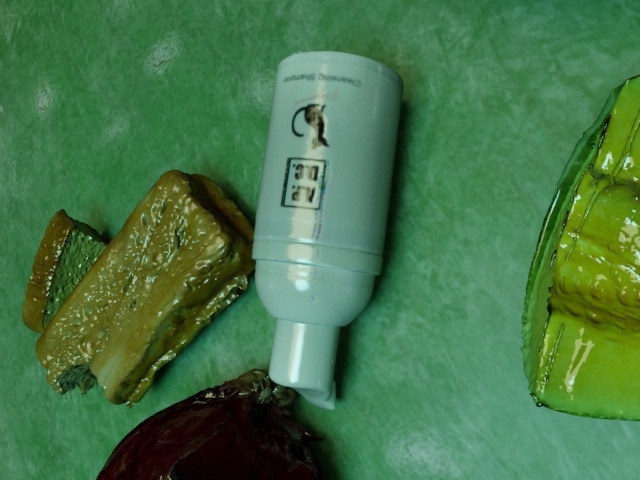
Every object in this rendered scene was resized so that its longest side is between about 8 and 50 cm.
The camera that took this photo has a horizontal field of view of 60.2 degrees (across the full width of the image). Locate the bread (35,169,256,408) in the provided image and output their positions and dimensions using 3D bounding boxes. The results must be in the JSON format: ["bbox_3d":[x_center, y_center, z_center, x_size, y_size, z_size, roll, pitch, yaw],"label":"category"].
[{"bbox_3d":[-0.236,0.090,0.746,0.380,0.109,0.185,-47,67,17],"label":"bread"}]

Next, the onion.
[{"bbox_3d":[-0.099,0.292,0.577,0.281,0.281,0.221,50,151,26],"label":"onion"}]

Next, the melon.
[{"bbox_3d":[0.276,0.023,0.458,0.169,0.129,0.265,17,88,9],"label":"melon"}]

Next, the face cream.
[{"bbox_3d":[0.000,0.000,0.598,0.145,0.145,0.370,3,84,31],"label":"face cream"}]

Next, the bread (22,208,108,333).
[{"bbox_3d":[-0.381,0.052,0.836,0.065,0.103,0.187,19,90,31],"label":"bread"}]
